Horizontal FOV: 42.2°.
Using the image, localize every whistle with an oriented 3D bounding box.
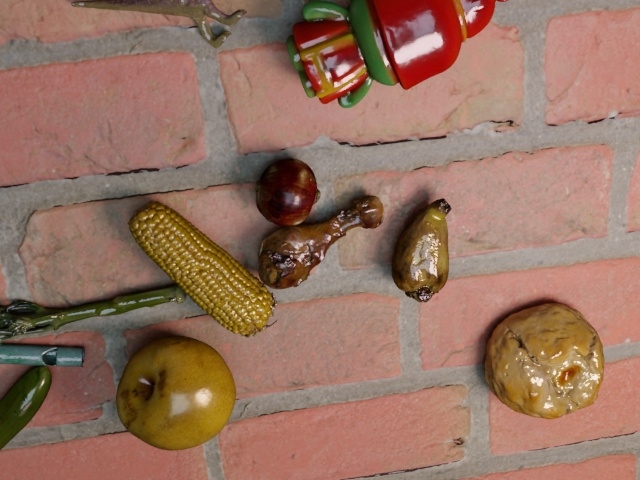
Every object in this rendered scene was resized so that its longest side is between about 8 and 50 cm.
[{"bbox_3d":[-0.519,0.204,1.484,0.186,0.039,0.039,4,113,-10],"label":"whistle"}]

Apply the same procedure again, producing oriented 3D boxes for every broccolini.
[{"bbox_3d":[-0.429,0.124,1.441,0.391,0.074,0.079,-12,122,-2],"label":"broccolini"}]

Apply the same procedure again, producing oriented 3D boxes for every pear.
[{"bbox_3d":[-0.247,0.272,1.472,0.208,0.209,0.209,-3,114,-8],"label":"pear"}]

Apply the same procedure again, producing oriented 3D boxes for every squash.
[{"bbox_3d":[-0.575,0.328,1.513,0.069,0.069,0.258,39,102,-22],"label":"squash"}]

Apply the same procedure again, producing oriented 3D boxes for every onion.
[{"bbox_3d":[-0.054,-0.078,1.398,0.118,0.118,0.117,-1,109,-9],"label":"onion"}]

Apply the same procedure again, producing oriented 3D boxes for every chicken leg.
[{"bbox_3d":[-0.002,-0.003,1.456,0.251,0.087,0.107,-30,150,-3],"label":"chicken leg"}]

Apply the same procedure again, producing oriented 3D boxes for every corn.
[{"bbox_3d":[-0.202,0.052,1.431,0.106,0.106,0.305,-42,112,10],"label":"corn"}]

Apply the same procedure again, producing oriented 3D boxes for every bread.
[{"bbox_3d":[0.438,0.243,1.600,0.244,0.134,0.245,-4,112,-10],"label":"bread"}]

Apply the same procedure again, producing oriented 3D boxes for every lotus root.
[{"bbox_3d":[0.188,0.010,1.486,0.108,0.094,0.191,0,107,-34],"label":"lotus root"}]

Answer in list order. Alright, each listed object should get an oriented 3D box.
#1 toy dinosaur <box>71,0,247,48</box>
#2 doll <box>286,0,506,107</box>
[{"bbox_3d":[-0.219,-0.379,1.273,0.251,0.072,0.200,-39,104,22],"label":"toy dinosaur"},{"bbox_3d":[0.130,-0.330,1.285,0.363,0.160,0.183,-23,114,1],"label":"doll"}]
